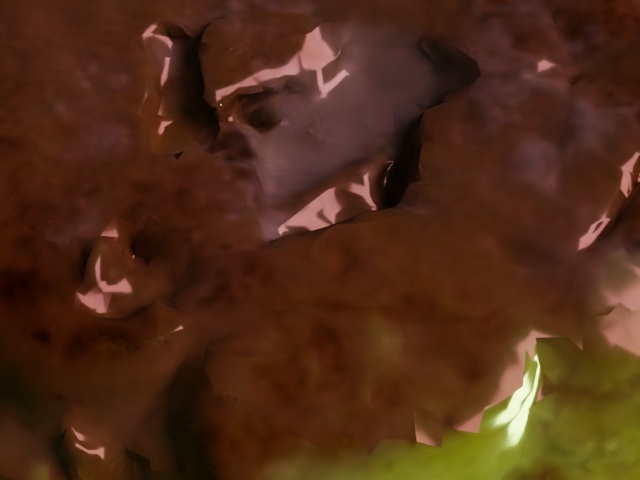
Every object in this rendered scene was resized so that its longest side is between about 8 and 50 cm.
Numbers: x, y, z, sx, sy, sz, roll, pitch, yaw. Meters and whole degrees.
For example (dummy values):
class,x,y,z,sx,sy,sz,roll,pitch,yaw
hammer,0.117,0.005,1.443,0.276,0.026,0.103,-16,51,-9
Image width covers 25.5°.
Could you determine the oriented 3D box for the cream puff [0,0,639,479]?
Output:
class,x,y,z,sx,sy,sz,roll,pitch,yaw
cream puff,0.000,-0.002,0.527,0.291,0.257,0.324,-10,62,-7
